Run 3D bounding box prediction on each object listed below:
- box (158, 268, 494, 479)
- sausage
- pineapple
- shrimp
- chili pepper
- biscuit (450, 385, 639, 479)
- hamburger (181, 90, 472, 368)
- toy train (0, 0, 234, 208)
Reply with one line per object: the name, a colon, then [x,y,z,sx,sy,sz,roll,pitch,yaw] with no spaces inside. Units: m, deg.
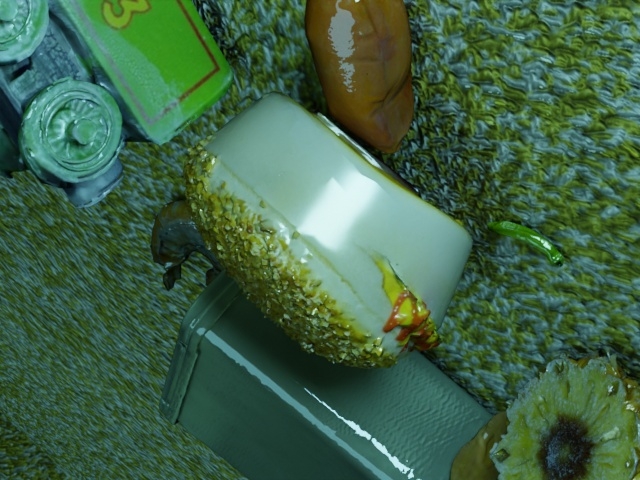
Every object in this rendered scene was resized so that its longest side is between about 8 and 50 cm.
box: [-0.007,0.204,1.603,0.344,0.177,0.352,40,152,7]
sausage: [0.037,-0.157,1.128,0.089,0.089,0.179,23,141,37]
pineapple: [0.242,0.200,1.241,0.047,0.221,0.221,13,174,-36]
shrimp: [-0.164,0.018,1.694,0.132,0.051,0.187,44,151,3]
chili pepper: [0.186,0.000,1.211,0.083,0.017,0.030,31,152,24]
biscuit: [0.228,0.284,1.317,0.376,0.051,0.269,-56,42,29]
hamburger: [0.000,0.000,1.225,0.294,0.179,0.276,38,178,3]
toy train: [-0.250,-0.202,1.285,0.173,0.249,0.307,8,135,55]
